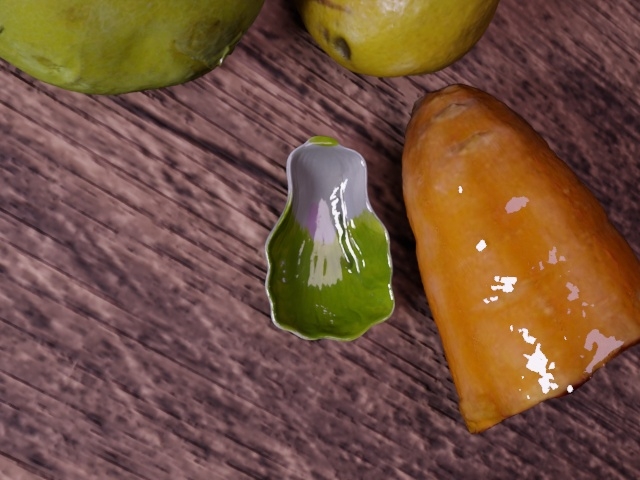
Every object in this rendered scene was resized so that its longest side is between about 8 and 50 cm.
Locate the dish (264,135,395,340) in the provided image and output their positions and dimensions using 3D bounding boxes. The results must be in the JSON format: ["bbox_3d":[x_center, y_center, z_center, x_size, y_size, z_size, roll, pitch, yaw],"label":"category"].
[{"bbox_3d":[0.000,0.000,0.727,0.091,0.039,0.137,0,84,-21],"label":"dish"}]

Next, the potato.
[{"bbox_3d":[-0.144,-0.193,0.616,0.253,0.148,0.186,30,71,-19],"label":"potato"}]

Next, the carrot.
[{"bbox_3d":[0.121,0.000,0.734,0.159,0.159,0.225,-27,87,-25],"label":"carrot"}]

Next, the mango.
[{"bbox_3d":[0.053,-0.238,0.715,0.130,0.167,0.262,2,81,-39],"label":"mango"}]
